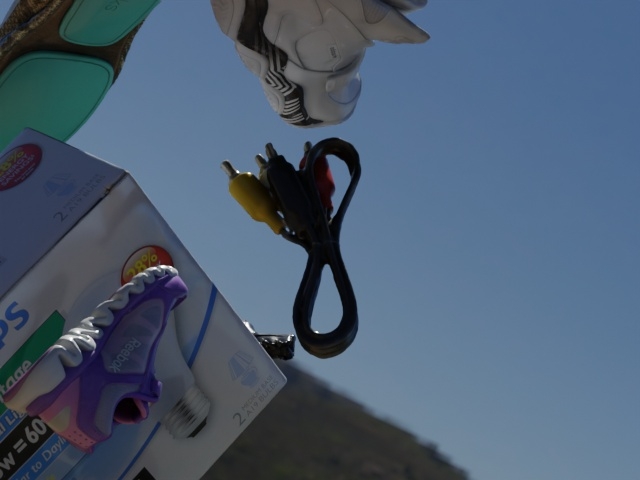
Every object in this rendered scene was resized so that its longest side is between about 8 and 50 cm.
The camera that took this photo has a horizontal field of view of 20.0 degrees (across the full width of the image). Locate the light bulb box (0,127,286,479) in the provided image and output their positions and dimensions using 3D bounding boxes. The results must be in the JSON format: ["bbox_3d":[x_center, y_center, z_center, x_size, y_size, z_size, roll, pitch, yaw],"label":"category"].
[{"bbox_3d":[-0.293,0.136,2.022,0.225,0.358,0.361,23,-25,49],"label":"light bulb box"}]

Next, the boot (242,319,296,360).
[{"bbox_3d":[-0.088,0.159,2.884,0.099,0.045,0.121,-1,16,7],"label":"boot"}]

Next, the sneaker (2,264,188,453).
[{"bbox_3d":[-0.182,0.111,1.640,0.104,0.236,0.095,45,-51,-1],"label":"sneaker"}]

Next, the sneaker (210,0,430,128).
[{"bbox_3d":[0.031,-0.228,1.964,0.210,0.137,0.366,-4,-22,18],"label":"sneaker"}]

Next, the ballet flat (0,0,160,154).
[{"bbox_3d":[-0.300,-0.272,2.184,0.164,0.182,0.483,8,-34,-30],"label":"ballet flat"}]

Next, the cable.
[{"bbox_3d":[0.000,0.000,1.884,0.072,0.139,0.287,89,-18,-56],"label":"cable"}]
